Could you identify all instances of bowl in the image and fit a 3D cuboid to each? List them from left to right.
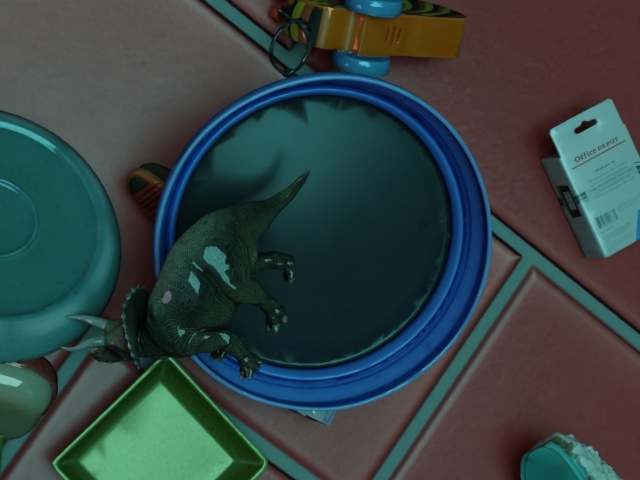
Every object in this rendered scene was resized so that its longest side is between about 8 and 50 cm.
[{"bbox_3d":[0.000,0.000,1.834,0.391,0.077,0.391,-3,104,-12],"label":"bowl"}]

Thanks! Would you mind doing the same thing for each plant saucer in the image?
[{"bbox_3d":[-0.365,-0.018,1.771,0.317,0.044,0.318,12,60,-21],"label":"plant saucer"},{"bbox_3d":[-0.190,0.261,1.896,0.188,0.045,0.188,-44,102,-12],"label":"plant saucer"}]

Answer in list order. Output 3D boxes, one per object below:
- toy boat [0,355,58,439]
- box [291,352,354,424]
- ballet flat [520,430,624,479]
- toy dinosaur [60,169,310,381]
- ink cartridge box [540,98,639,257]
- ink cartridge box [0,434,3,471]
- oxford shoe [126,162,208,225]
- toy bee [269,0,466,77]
[{"bbox_3d":[-0.404,0.119,1.799,0.231,0.151,0.151,19,54,-17],"label":"toy boat"},{"bbox_3d":[0.044,0.065,1.961,0.063,0.067,0.324,27,83,-14],"label":"box"},{"bbox_3d":[0.372,0.411,2.048,0.147,0.147,0.409,-25,100,-16],"label":"ballet flat"},{"bbox_3d":[-0.116,0.048,1.718,0.160,0.121,0.313,36,99,-32],"label":"toy dinosaur"},{"bbox_3d":[0.357,-0.080,2.063,0.104,0.060,0.180,-27,98,-15],"label":"ink cartridge box"},{"bbox_3d":[-0.485,0.314,1.787,0.188,0.097,0.255,19,118,-17],"label":"ink cartridge box"},{"bbox_3d":[-0.106,-0.026,1.913,0.271,0.097,0.098,33,61,-20],"label":"oxford shoe"},{"bbox_3d":[0.025,-0.274,1.923,0.298,0.162,0.195,20,100,-47],"label":"toy bee"}]
